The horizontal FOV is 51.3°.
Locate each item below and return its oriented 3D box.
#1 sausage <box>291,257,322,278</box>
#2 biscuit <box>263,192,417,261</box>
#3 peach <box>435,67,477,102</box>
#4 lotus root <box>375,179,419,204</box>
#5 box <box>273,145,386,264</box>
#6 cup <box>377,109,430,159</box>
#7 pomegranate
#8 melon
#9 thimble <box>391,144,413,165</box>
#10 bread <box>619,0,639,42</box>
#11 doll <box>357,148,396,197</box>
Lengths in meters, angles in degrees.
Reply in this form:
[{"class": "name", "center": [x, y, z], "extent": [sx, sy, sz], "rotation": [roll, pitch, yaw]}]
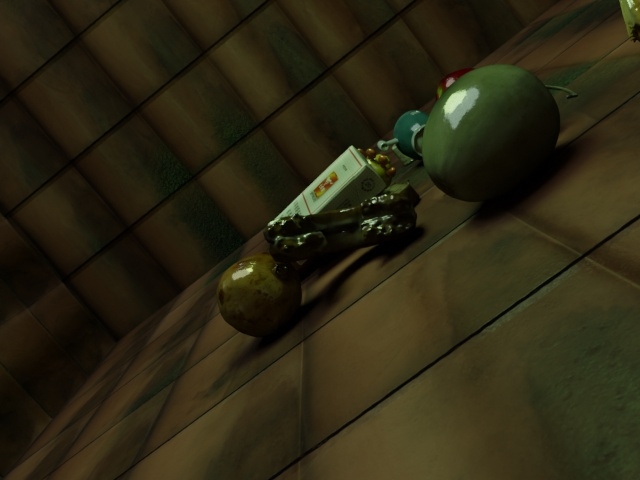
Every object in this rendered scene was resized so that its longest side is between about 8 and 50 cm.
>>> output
[{"class": "sausage", "center": [0.000, 0.000, 2.024], "extent": [0.348, 0.094, 0.097], "rotation": [-42, 8, -6]}, {"class": "biscuit", "center": [0.046, -0.027, 1.618], "extent": [0.367, 0.115, 0.268], "rotation": [-10, -2, -5]}, {"class": "peach", "center": [0.539, -0.519, 2.415], "extent": [0.189, 0.226, 0.196], "rotation": [101, 170, -53]}, {"class": "lotus root", "center": [0.192, -0.097, 1.867], "extent": [0.170, 0.074, 0.261], "rotation": [-26, 14, 50]}, {"class": "box", "center": [0.019, -0.105, 1.901], "extent": [0.330, 0.095, 0.210], "rotation": [-44, 23, 10]}, {"class": "cup", "center": [0.342, -0.347, 2.243], "extent": [0.300, 0.167, 0.173], "rotation": [-14, 18, -4]}, {"class": "pomegranate", "center": [-0.150, 0.126, 1.661], "extent": [0.215, 0.215, 0.215], "rotation": [-37, 9, 7]}, {"class": "melon", "center": [0.342, -0.219, 1.346], "extent": [0.272, 0.271, 0.308], "rotation": [-28, 19, 47]}, {"class": "thimble", "center": [0.327, -0.345, 2.484], "extent": [0.102, 0.090, 0.115], "rotation": [-33, 10, 30]}, {"class": "bread", "center": [0.819, -0.551, 1.445], "extent": [0.236, 0.183, 0.388], "rotation": [-23, 1, -7]}, {"class": "doll", "center": [0.159, -0.190, 2.055], "extent": [0.135, 0.143, 0.220], "rotation": [-41, -24, -32]}]
